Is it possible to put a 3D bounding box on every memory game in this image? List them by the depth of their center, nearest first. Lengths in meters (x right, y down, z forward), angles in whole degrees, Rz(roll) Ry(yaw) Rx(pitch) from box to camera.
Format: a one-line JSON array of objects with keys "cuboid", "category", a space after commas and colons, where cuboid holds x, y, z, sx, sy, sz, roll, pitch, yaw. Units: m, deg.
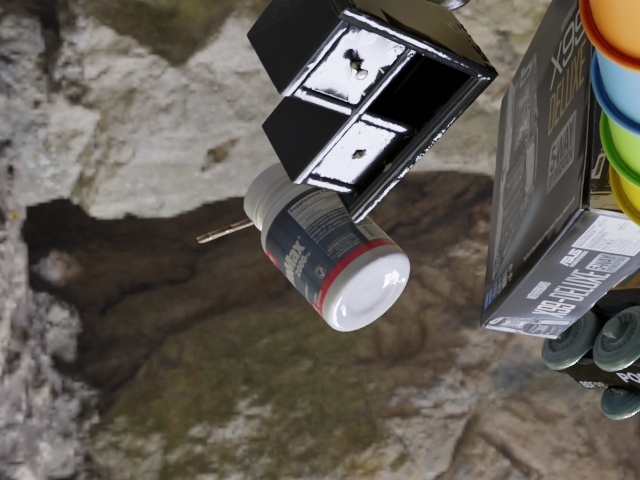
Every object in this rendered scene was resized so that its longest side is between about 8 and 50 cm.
[{"cuboid": [-0.087, -0.031, 1.386, 0.186, 0.186, 0.012, 169, -100, -77], "category": "memory game"}]

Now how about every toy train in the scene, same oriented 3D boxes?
[{"cuboid": [0.367, 0.081, 1.006, 0.190, 0.142, 0.334, -54, -167, -18], "category": "toy train"}]

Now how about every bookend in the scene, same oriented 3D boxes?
[{"cuboid": [0.009, -0.100, 0.668, 0.156, 0.157, 0.072, -47, -126, 27], "category": "bookend"}]

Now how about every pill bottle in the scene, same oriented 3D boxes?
[{"cuboid": [0.000, 0.000, 1.042, 0.180, 0.108, 0.108, 46, -36, 33], "category": "pill bottle"}]

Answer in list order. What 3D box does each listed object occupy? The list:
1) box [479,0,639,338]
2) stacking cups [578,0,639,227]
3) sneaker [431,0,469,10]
[{"cuboid": [0.208, -0.075, 0.802, 0.307, 0.076, 0.243, 100, -2, -71], "category": "box"}, {"cuboid": [0.163, -0.089, 0.451, 0.316, 0.096, 0.096, 38, 41, -62], "category": "stacking cups"}, {"cuboid": [0.104, -0.340, 0.971, 0.081, 0.090, 0.232, -5, 85, -61], "category": "sneaker"}]
